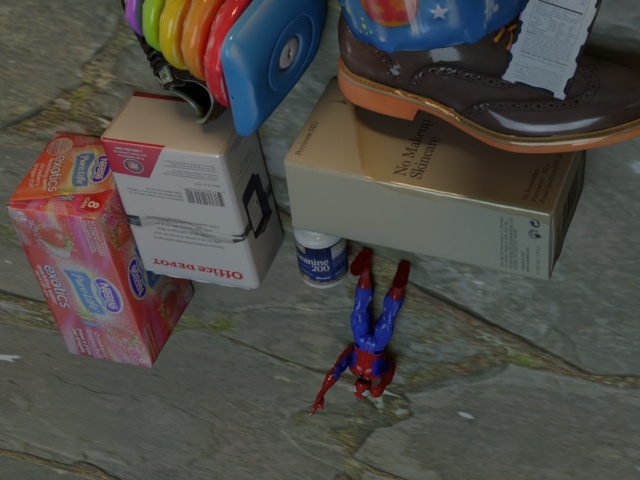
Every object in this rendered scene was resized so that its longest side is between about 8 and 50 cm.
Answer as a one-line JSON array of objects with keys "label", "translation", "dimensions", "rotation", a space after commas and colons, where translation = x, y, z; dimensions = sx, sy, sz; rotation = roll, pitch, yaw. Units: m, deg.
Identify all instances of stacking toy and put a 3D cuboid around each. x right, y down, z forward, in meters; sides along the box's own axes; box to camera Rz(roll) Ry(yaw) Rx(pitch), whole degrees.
[{"label": "stacking toy", "translation": [-0.158, -0.264, 1.696], "dimensions": [0.302, 0.166, 0.175], "rotation": [25, 153, 20]}]

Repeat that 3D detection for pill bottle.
[{"label": "pill bottle", "translation": [0.000, 0.000, 1.948], "dimensions": [0.067, 0.067, 0.120], "rotation": [12, 139, 18]}]

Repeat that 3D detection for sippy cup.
[{"label": "sippy cup", "translation": [0.087, -0.295, 1.330], "dimensions": [0.240, 0.305, 0.224], "rotation": [-1, 120, 19]}]

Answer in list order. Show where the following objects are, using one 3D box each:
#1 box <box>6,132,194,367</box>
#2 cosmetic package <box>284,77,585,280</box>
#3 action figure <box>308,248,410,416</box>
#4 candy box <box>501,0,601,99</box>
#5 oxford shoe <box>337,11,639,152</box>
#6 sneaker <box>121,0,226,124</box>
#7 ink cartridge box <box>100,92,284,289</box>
[{"label": "box", "translation": [-0.295, 0.017, 2.068], "dimensions": [0.142, 0.154, 0.300], "rotation": [9, 137, 22]}, {"label": "cosmetic package", "translation": [0.132, -0.073, 1.718], "dimensions": [0.309, 0.160, 0.113], "rotation": [12, 138, 17]}, {"label": "action figure", "translation": [0.055, 0.153, 2.041], "dimensions": [0.091, 0.139, 0.280], "rotation": [19, 143, 12]}, {"label": "candy box", "translation": [0.242, -0.263, 1.433], "dimensions": [0.070, 0.165, 0.196], "rotation": [19, 140, 7]}, {"label": "oxford shoe", "translation": [0.182, -0.187, 1.590], "dimensions": [0.364, 0.130, 0.133], "rotation": [11, 133, 19]}, {"label": "sneaker", "translation": [-0.173, -0.220, 1.796], "dimensions": [0.066, 0.071, 0.188], "rotation": [-20, 123, 43]}, {"label": "ink cartridge box", "translation": [-0.160, -0.061, 1.943], "dimensions": [0.172, 0.100, 0.237], "rotation": [9, 137, 22]}]
